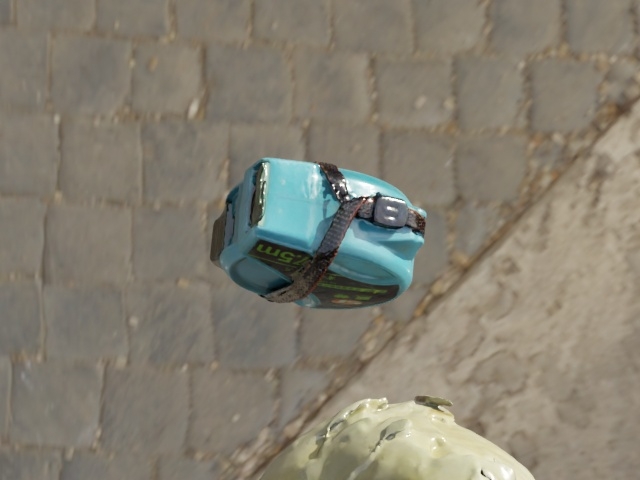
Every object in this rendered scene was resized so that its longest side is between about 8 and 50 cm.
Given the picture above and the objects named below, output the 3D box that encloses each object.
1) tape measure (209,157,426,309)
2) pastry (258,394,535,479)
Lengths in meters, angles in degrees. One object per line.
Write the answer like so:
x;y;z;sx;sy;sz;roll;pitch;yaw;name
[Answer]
0.000;0.000;1.217;0.125;0.146;0.081;11;70;-17;tape measure
0.048;0.229;1.172;0.265;0.133;0.264;-10;72;35;pastry
